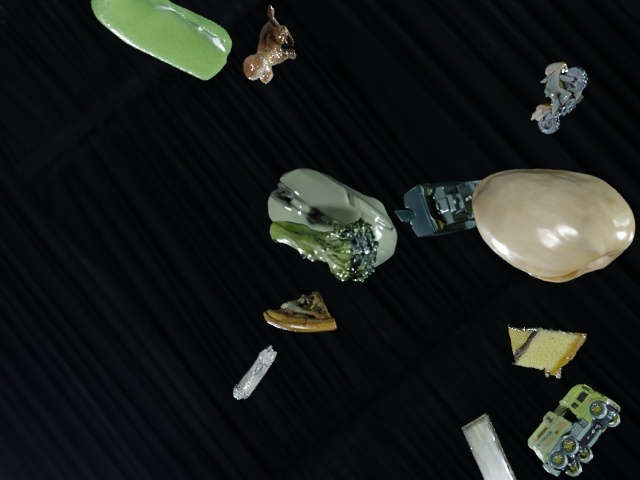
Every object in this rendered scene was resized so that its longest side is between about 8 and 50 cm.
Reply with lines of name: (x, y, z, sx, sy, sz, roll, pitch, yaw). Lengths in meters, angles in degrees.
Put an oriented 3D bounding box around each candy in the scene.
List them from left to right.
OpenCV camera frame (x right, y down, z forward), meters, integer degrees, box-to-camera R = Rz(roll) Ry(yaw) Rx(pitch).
candy: (-0.375, -0.513, 1.681, 0.343, 0.132, 0.142, 23, 125, -41)

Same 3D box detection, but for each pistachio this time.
pistachio: (0.460, -0.036, 1.399, 0.230, 0.309, 0.230, -30, 132, -39)

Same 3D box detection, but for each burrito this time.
burrito: (-0.216, 0.438, 2.305, 0.203, 0.064, 0.064, -53, 168, 3)

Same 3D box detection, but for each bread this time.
bread: (0.547, 0.242, 1.698, 0.147, 0.127, 0.152, 12, 139, -16)

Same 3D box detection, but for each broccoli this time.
broccoli: (0.002, 0.003, 1.808, 0.145, 0.304, 0.165, -22, 121, -59)

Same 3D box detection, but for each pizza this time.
pizza: (-0.024, 0.169, 1.717, 0.176, 0.185, 0.036, -41, 135, -49)

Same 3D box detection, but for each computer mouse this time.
computer mouse: (0.052, -0.053, 2.084, 0.228, 0.429, 0.145, -59, -164, 10)

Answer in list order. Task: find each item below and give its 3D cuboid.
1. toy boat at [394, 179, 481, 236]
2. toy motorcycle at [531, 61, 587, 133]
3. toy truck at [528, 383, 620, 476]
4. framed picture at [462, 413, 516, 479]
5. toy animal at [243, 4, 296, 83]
toy boat: (0.301, -0.077, 1.550, 0.122, 0.114, 0.296, -23, 171, 41)
toy motorcycle: (0.689, -0.427, 2.049, 0.094, 0.130, 0.229, -23, 151, -32)
toy truck: (0.451, 0.338, 1.266, 0.077, 0.100, 0.169, 32, 95, -40)
framed picture: (0.423, 0.539, 1.778, 0.010, 0.173, 0.231, -18, 161, -11)
toy animal: (-0.176, -0.581, 2.102, 0.185, 0.104, 0.184, -47, 138, -24)
